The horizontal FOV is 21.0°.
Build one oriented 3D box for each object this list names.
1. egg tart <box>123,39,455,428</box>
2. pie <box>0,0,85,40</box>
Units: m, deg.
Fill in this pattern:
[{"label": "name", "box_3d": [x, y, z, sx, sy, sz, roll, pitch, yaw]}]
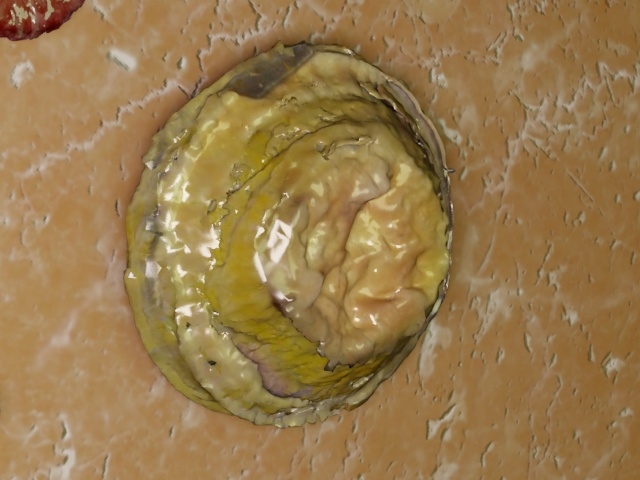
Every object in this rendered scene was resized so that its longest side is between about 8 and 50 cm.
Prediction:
[{"label": "egg tart", "box_3d": [0.000, 0.000, 1.477, 0.352, 0.150, 0.352, -6, 101, -35]}, {"label": "pie", "box_3d": [-0.245, -0.231, 1.354, 0.153, 0.038, 0.153, -2, 94, -32]}]
